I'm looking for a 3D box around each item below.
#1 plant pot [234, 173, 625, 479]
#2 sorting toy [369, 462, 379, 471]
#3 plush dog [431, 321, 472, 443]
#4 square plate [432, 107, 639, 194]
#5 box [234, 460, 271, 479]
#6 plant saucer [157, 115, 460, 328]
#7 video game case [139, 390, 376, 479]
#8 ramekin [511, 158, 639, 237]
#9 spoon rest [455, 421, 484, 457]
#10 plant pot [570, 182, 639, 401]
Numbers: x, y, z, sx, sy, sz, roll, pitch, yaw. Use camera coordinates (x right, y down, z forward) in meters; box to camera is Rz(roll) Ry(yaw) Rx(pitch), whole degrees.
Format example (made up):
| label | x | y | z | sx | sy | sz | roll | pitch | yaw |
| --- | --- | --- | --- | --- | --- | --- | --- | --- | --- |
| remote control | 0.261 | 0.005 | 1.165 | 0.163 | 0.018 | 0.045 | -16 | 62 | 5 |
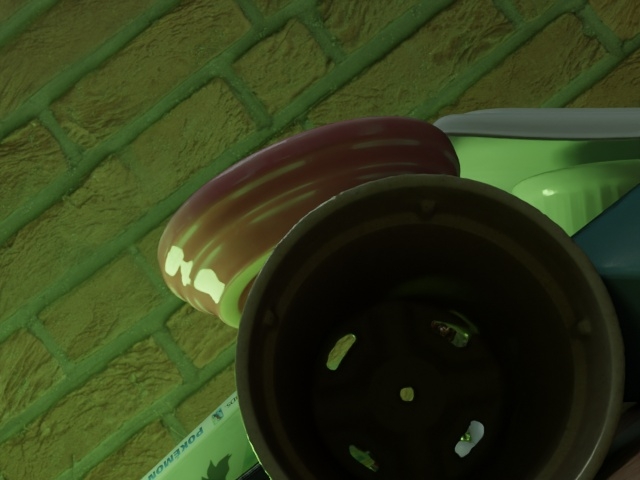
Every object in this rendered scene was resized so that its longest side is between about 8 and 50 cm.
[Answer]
| label | x | y | z | sx | sy | sz | roll | pitch | yaw |
| --- | --- | --- | --- | --- | --- | --- | --- | --- | --- |
| plant pot | 0.094 | 0.139 | 1.132 | 0.334 | 0.334 | 0.305 | -37 | -11 | -8 |
| sorting toy | 0.104 | 0.280 | 1.573 | 0.275 | 0.046 | 0.132 | -68 | -9 | 15 |
| plush dog | 0.186 | 0.191 | 1.710 | 0.210 | 0.225 | 0.262 | -37 | -6 | -6 |
| square plate | 0.278 | -0.097 | 1.364 | 0.347 | 0.049 | 0.344 | 0 | -10 | 0 |
| box | -0.135 | 0.425 | 1.394 | 0.296 | 0.183 | 0.294 | -43 | -7 | 32 |
| plant saucer | 0.000 | 0.000 | 1.204 | 0.332 | 0.084 | 0.332 | -19 | -23 | -9 |
| video game case | -0.070 | 0.349 | 1.632 | 0.300 | 0.329 | 0.036 | -44 | 37 | 13 |
| ramekin | 0.368 | -0.001 | 1.380 | 0.277 | 0.135 | 0.277 | 0 | -10 | 0 |
| spoon rest | 0.175 | 0.279 | 1.493 | 0.137 | 0.084 | 0.276 | -42 | 6 | 29 |
| plant pot | 0.333 | 0.045 | 1.069 | 0.165 | 0.165 | 0.234 | -37 | 2 | -9 |
